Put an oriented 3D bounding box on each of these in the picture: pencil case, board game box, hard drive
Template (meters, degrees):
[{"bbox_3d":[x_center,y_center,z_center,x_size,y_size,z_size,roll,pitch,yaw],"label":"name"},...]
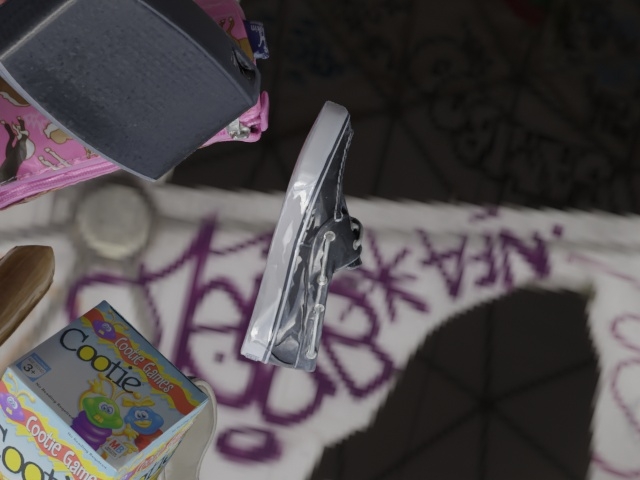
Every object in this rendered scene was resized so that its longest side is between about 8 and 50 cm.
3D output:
[{"bbox_3d":[-0.242,-0.128,1.867,0.386,0.160,0.167,-18,-164,-19],"label":"pencil case"},{"bbox_3d":[-0.246,0.214,1.796,0.144,0.275,0.142,42,-139,10],"label":"board game box"},{"bbox_3d":[-0.177,-0.154,1.707,0.255,0.172,0.054,39,-159,-47],"label":"hard drive"}]

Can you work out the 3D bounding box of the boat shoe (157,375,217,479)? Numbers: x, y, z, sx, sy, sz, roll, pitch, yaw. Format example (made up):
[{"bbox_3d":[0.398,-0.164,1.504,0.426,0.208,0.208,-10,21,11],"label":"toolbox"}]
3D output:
[{"bbox_3d":[-0.156,0.212,1.916,0.065,0.206,0.075,35,-137,31],"label":"boat shoe"}]

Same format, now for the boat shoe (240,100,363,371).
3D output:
[{"bbox_3d":[0.000,0.000,2.076,0.102,0.301,0.108,16,-172,-2],"label":"boat shoe"}]

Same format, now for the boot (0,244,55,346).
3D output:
[{"bbox_3d":[-0.367,0.081,2.049,0.089,0.236,0.269,44,-139,-6],"label":"boot"}]
